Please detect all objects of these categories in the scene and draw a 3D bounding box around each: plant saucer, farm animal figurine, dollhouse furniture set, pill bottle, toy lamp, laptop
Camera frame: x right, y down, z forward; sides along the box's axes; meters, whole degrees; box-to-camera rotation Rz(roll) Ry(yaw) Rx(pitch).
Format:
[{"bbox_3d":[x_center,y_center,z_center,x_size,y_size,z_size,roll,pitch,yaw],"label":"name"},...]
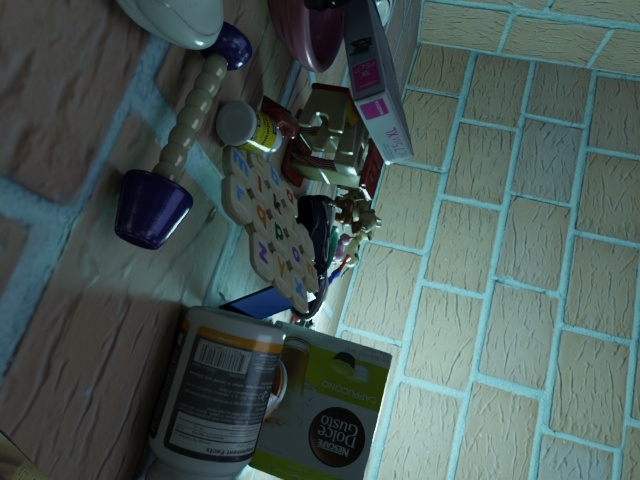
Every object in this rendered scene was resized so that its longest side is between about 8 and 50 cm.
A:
[{"bbox_3d":[-0.009,-0.469,0.799,0.332,0.084,0.333,13,90,-79],"label":"plant saucer"},{"bbox_3d":[0.128,-0.077,1.632,0.330,0.172,0.327,92,6,-59],"label":"farm animal figurine"},{"bbox_3d":[0.005,-0.218,0.919,0.374,0.201,0.152,44,61,-70],"label":"dollhouse furniture set"},{"bbox_3d":[-0.164,0.251,0.707,0.162,0.162,0.279,46,58,-77],"label":"pill bottle"},{"bbox_3d":[-0.153,-0.122,0.526,0.080,0.080,0.275,72,33,-69],"label":"toy lamp"},{"bbox_3d":[-0.124,0.202,0.913,0.234,0.136,0.265,66,39,-71],"label":"laptop"},{"bbox_3d":[-0.104,-0.168,0.711,0.116,0.065,0.065,-1,105,-71],"label":"pill bottle"}]

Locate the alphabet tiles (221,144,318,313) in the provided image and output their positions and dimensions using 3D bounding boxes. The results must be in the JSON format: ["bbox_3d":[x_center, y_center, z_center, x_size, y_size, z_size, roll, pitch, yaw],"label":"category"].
[{"bbox_3d":[-0.077,-0.026,0.774,0.284,0.021,0.278,50,24,-48],"label":"alphabet tiles"}]

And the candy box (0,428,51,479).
[{"bbox_3d":[-0.298,0.247,0.235,0.183,0.087,0.317,93,16,-45],"label":"candy box"}]

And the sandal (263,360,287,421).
[{"bbox_3d":[-0.164,0.320,0.857,0.265,0.101,0.076,-50,144,-21],"label":"sandal"}]

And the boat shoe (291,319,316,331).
[{"bbox_3d":[-0.048,0.270,1.512,0.095,0.079,0.255,54,51,-76],"label":"boat shoe"}]

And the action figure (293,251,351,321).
[{"bbox_3d":[-0.005,0.126,1.435,0.280,0.091,0.139,-56,164,-24],"label":"action figure"}]

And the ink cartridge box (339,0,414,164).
[{"bbox_3d":[0.094,-0.313,0.822,0.186,0.065,0.311,45,36,-57],"label":"ink cartridge box"}]

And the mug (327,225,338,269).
[{"bbox_3d":[-0.012,0.023,1.342,0.129,0.097,0.158,-58,160,-59],"label":"mug"}]

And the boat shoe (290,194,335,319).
[{"bbox_3d":[-0.046,0.044,1.194,0.158,0.127,0.341,2,94,-72],"label":"boat shoe"}]

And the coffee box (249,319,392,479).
[{"bbox_3d":[-0.012,0.481,1.279,0.338,0.337,0.335,89,19,-54],"label":"coffee box"}]

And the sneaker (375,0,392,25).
[{"bbox_3d":[0.146,-0.699,1.261,0.153,0.093,0.235,-58,159,-54],"label":"sneaker"}]

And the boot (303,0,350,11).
[{"bbox_3d":[0.229,-0.433,0.653,0.146,0.444,0.367,86,21,-56],"label":"boot"}]

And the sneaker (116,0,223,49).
[{"bbox_3d":[-0.112,-0.273,0.361,0.305,0.152,0.114,83,21,-64],"label":"sneaker"}]
